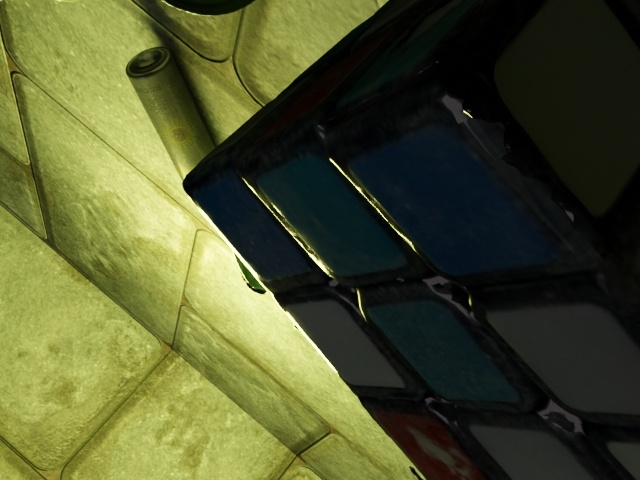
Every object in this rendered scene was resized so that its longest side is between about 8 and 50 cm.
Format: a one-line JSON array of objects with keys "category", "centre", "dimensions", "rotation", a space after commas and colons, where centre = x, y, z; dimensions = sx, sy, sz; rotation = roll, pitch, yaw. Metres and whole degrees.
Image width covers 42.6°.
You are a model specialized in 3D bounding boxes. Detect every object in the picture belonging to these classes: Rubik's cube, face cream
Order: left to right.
[{"category": "face cream", "centre": [-0.209, -0.163, 1.263], "dimensions": [0.073, 0.073, 0.284], "rotation": [23, 149, 35]}, {"category": "Rubik's cube", "centre": [0.172, -0.046, 0.581], "dimensions": [0.362, 0.363, 0.358], "rotation": [46, 153, -13]}]

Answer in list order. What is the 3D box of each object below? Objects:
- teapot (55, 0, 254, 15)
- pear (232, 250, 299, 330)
[{"category": "teapot", "centre": [-0.193, -0.330, 0.865], "dimensions": [0.337, 0.200, 0.270], "rotation": [18, 177, 44]}, {"category": "pear", "centre": [0.000, 0.000, 1.135], "dimensions": [0.292, 0.159, 0.292], "rotation": [31, 150, 20]}]
